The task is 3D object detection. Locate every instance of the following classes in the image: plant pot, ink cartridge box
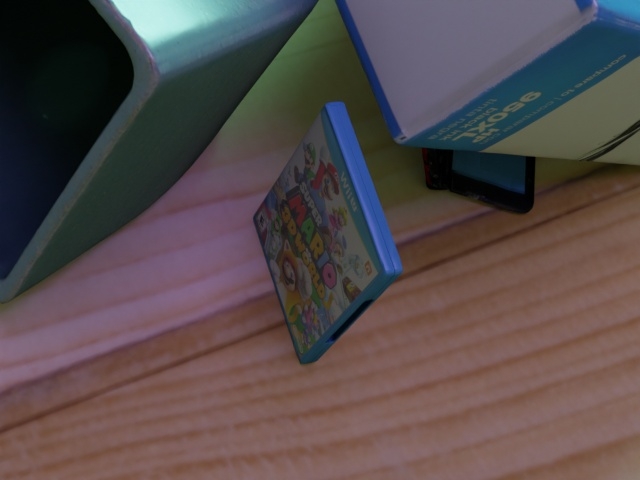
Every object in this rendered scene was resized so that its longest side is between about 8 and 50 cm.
[{"bbox_3d":[-0.142,-0.156,0.826,0.247,0.248,0.252,52,44,9],"label":"plant pot"},{"bbox_3d":[0.176,-0.215,0.921,0.395,0.166,0.285,0,63,-50],"label":"ink cartridge box"}]

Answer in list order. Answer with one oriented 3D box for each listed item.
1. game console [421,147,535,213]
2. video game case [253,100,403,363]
[{"bbox_3d":[0.127,-0.111,0.989,0.085,0.124,0.144,1,62,10],"label":"game console"},{"bbox_3d":[0.000,0.000,0.837,0.015,0.166,0.119,-10,69,-24],"label":"video game case"}]
